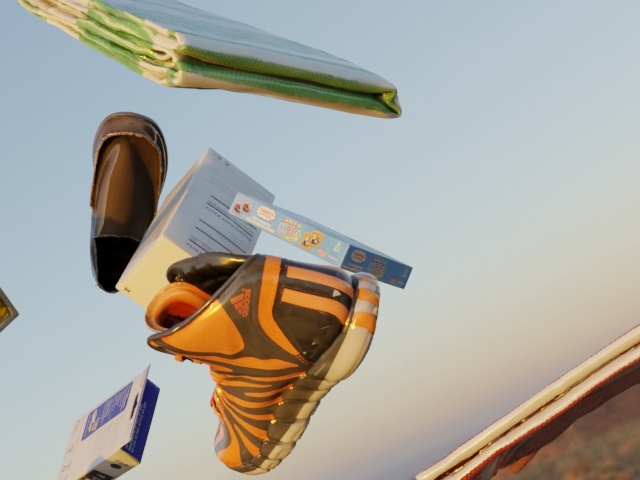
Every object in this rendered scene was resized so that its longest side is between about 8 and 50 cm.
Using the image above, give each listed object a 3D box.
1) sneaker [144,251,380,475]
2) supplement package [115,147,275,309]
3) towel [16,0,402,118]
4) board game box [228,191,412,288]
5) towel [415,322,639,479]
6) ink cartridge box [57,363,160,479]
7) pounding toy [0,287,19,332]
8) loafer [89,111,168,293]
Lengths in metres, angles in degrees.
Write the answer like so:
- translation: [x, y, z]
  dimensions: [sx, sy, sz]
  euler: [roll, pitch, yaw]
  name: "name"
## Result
- translation: [-0.084, 0.104, 1.049]
  dimensions: [0.180, 0.124, 0.321]
  euler: [18, -43, -13]
  name: "sneaker"
- translation: [-0.182, 0.000, 1.680]
  dimensions: [0.139, 0.134, 0.244]
  euler: [-45, 16, 34]
  name: "supplement package"
- translation: [-0.119, -0.164, 0.888]
  dimensions: [0.248, 0.325, 0.038]
  euler: [1, -71, -47]
  name: "towel"
- translation: [0.000, 0.000, 1.538]
  dimensions: [0.160, 0.211, 0.039]
  euler: [19, -86, -53]
  name: "board game box"
- translation: [0.215, 0.134, 0.939]
  dimensions: [0.237, 0.037, 0.329]
  euler: [-38, -16, 13]
  name: "towel"
- translation: [-0.393, 0.371, 2.132]
  dimensions: [0.065, 0.165, 0.333]
  euler: [28, -40, -22]
  name: "ink cartridge box"
- translation: [-0.624, 0.074, 1.963]
  dimensions: [0.094, 0.206, 0.181]
  euler: [-7, 32, 42]
  name: "pounding toy"
- translation: [-0.339, -0.054, 1.981]
  dimensions: [0.134, 0.130, 0.366]
  euler: [3, -54, -9]
  name: "loafer"
